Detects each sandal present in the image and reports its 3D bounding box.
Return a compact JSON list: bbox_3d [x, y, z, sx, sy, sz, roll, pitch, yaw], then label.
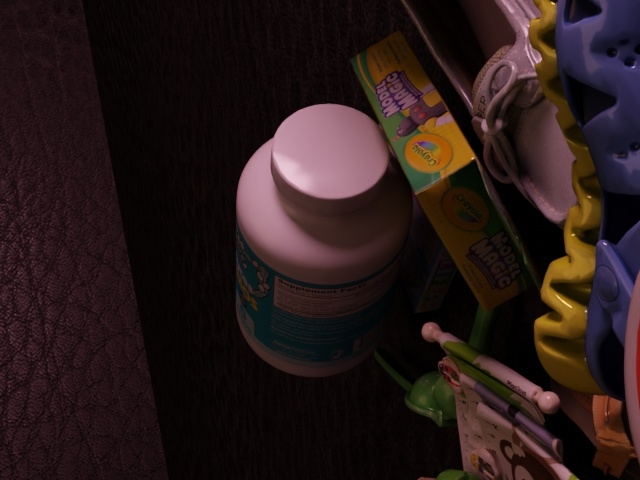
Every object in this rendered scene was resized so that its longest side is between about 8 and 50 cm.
[{"bbox_3d":[0.193,-0.039,0.634,0.138,0.126,0.317,-141,39,-59],"label":"sandal"},{"bbox_3d":[0.192,0.122,0.783,0.180,0.049,0.072,-143,48,-64],"label":"sandal"}]

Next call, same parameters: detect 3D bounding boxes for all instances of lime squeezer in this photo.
[{"bbox_3d":[0.100,0.108,1.017,0.110,0.058,0.310,66,158,12],"label":"lime squeezer"}]

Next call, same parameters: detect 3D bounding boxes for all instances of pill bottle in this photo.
[{"bbox_3d":[0.000,0.000,1.027,0.264,0.146,0.146,97,157,-57],"label":"pill bottle"}]

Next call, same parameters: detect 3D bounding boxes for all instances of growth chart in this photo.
[{"bbox_3d":[0.148,0.189,0.902,0.172,0.021,0.237,23,129,56],"label":"growth chart"}]

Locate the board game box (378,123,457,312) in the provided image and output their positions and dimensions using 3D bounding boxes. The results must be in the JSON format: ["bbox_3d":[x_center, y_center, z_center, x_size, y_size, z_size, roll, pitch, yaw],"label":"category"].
[{"bbox_3d":[0.082,-0.027,1.075,0.103,0.026,0.154,106,150,-50],"label":"board game box"}]

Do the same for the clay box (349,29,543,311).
[{"bbox_3d":[0.092,-0.047,0.872,0.127,0.053,0.222,55,-170,-36],"label":"clay box"}]

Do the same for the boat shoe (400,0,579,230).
[{"bbox_3d":[0.117,-0.132,0.815,0.118,0.103,0.320,111,145,-55],"label":"boat shoe"}]

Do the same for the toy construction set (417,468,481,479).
[{"bbox_3d":[0.089,0.347,0.798,0.237,0.309,0.257,-8,110,56],"label":"toy construction set"}]

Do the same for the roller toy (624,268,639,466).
[{"bbox_3d":[0.222,0.062,0.498,0.191,0.146,0.209,-122,36,-57],"label":"roller toy"}]
